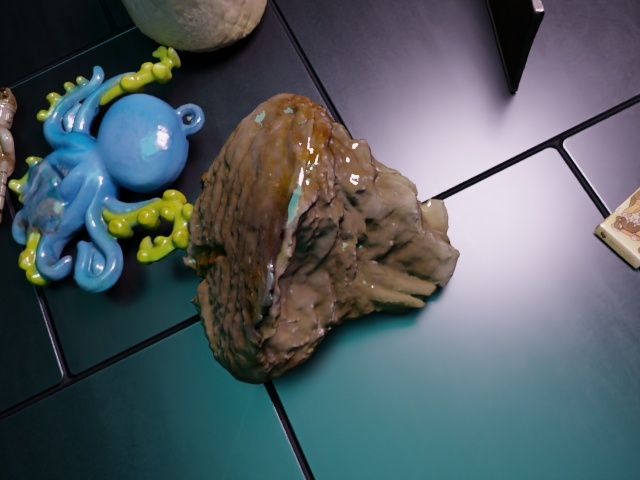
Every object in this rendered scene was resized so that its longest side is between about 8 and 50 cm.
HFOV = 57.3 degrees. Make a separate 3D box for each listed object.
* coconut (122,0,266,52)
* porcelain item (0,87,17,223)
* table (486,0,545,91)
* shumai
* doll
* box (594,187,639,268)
[{"bbox_3d":[-0.193,-0.415,0.830,0.239,0.244,0.239,-2,66,5],"label":"coconut"},{"bbox_3d":[-0.503,-0.130,0.893,0.084,0.054,0.213,2,74,5],"label":"porcelain item"},{"bbox_3d":[0.359,-0.387,0.783,0.251,0.196,0.281,-8,73,4],"label":"table"},{"bbox_3d":[0.002,0.000,0.735,0.217,0.283,0.345,20,108,52],"label":"shumai"},{"bbox_3d":[-0.305,-0.089,0.846,0.341,0.099,0.346,-30,67,11],"label":"doll"},{"bbox_3d":[0.435,-0.038,0.759,0.149,0.020,0.073,-41,73,-5],"label":"box"}]
